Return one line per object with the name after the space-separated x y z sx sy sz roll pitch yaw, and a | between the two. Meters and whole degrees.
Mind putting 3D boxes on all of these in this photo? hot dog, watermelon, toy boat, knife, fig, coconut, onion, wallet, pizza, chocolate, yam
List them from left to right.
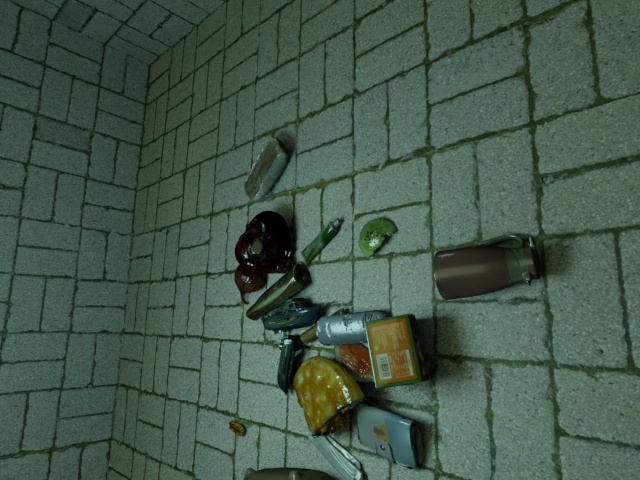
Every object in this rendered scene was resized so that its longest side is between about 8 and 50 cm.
-0.370 0.833 1.905 0.122 0.036 0.049 4 95 49 | hot dog
-0.342 0.200 1.954 0.201 0.133 0.146 -60 38 28 | fig
-0.235 0.008 1.831 0.280 0.221 0.282 -2 82 14 | onion
-0.244 -0.322 1.983 0.303 0.100 0.185 -55 39 17 | chocolate
-0.121 0.493 1.699 0.103 0.093 0.247 9 93 12 | toy boat
-0.107 0.295 1.709 0.295 0.114 0.122 -22 75 39 | toy boat
0.014 0.328 1.632 0.241 0.056 0.057 -39 57 31 | yam
0.018 0.545 1.503 0.408 0.113 0.278 -25 69 58 | pizza
0.056 0.755 1.509 0.265 0.040 0.073 25 88 44 | knife
0.128 0.424 1.502 0.245 0.063 0.119 38 94 42 | watermelon
0.186 -0.016 1.536 0.133 0.055 0.158 45 111 38 | coconut
0.217 0.614 1.363 0.230 0.069 0.170 0 99 47 | wallet

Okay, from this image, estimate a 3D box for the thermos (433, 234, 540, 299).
0.469 0.069 1.201 0.264 0.146 0.177 -14 46 33 | thermos

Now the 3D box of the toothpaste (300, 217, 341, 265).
0.000 0.000 1.721 0.248 0.046 0.078 -48 48 29 | toothpaste

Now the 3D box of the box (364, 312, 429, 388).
0.236 0.339 1.304 0.148 0.177 0.195 -15 69 15 | box

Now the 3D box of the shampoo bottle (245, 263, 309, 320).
-0.189 0.233 1.809 0.350 0.084 0.126 -40 18 32 | shampoo bottle

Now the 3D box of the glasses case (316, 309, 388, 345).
0.112 0.309 1.505 0.282 0.067 0.109 -11 76 26 | glasses case

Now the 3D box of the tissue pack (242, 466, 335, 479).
-0.112 0.925 1.471 0.386 0.267 0.277 -22 64 40 | tissue pack
